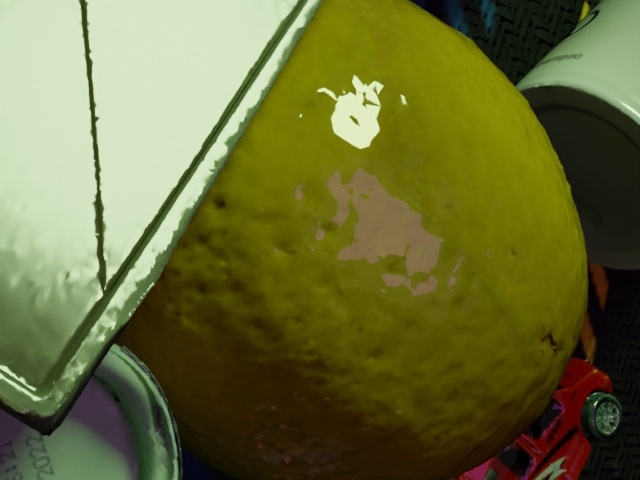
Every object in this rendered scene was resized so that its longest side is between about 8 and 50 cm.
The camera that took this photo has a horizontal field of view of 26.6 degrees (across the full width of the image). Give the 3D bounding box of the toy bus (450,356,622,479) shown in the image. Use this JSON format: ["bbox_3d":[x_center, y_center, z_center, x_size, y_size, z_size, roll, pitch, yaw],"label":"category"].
[{"bbox_3d":[0.104,0.145,0.837,0.089,0.081,0.195,44,67,-26],"label":"toy bus"}]

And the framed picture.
[{"bbox_3d":[-0.106,-0.087,0.469,0.189,0.023,0.260,34,60,-9],"label":"framed picture"}]

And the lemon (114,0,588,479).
[{"bbox_3d":[0.002,0.003,0.626,0.263,0.236,0.236,30,73,-15],"label":"lemon"}]

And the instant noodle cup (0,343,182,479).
[{"bbox_3d":[-0.153,0.077,0.519,0.168,0.185,0.168,-6,98,-42],"label":"instant noodle cup"}]

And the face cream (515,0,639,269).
[{"bbox_3d":[0.273,-0.147,0.915,0.369,0.145,0.145,-45,122,-31],"label":"face cream"}]
